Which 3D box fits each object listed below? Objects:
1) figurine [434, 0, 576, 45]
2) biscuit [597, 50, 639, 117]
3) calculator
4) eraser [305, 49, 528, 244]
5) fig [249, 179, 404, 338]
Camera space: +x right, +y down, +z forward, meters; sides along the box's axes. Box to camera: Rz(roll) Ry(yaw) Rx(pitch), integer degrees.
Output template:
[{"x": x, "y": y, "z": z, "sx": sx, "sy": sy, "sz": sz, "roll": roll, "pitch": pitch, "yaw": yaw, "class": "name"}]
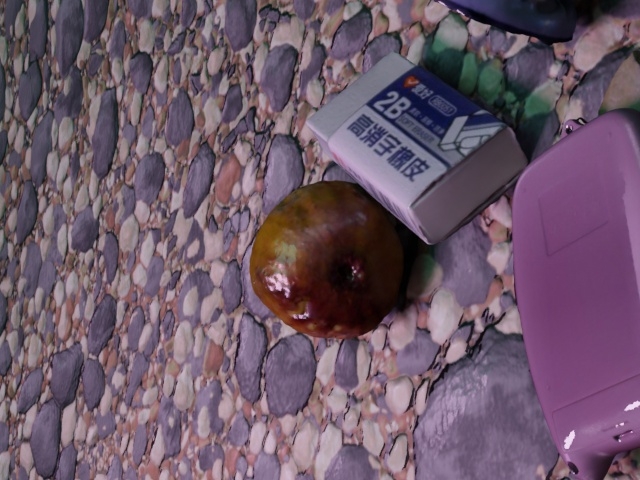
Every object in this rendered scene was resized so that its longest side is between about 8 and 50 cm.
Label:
[{"x": 0.196, "y": -0.362, "z": 1.079, "sx": 0.248, "sy": 0.277, "sz": 0.388, "roll": -91, "pitch": 24, "yaw": -65, "class": "figurine"}, {"x": 0.270, "y": -0.024, "z": 1.086, "sx": 0.133, "sy": 0.032, "sz": 0.250, "roll": -53, "pitch": 44, "yaw": 37, "class": "biscuit"}, {"x": 0.222, "y": 0.035, "z": 1.085, "sx": 0.194, "sy": 0.043, "sz": 0.294, "roll": -38, "pitch": 54, "yaw": 53, "class": "calculator"}, {"x": 0.087, "y": -0.093, "z": 1.301, "sx": 0.124, "sy": 0.068, "sz": 0.210, "roll": -40, "pitch": 40, "yaw": -4, "class": "eraser"}, {"x": 0.000, "y": 0.000, "z": 1.415, "sx": 0.257, "sy": 0.159, "sz": 0.159, "roll": -109, "pitch": 35, "yaw": -71, "class": "fig"}]
